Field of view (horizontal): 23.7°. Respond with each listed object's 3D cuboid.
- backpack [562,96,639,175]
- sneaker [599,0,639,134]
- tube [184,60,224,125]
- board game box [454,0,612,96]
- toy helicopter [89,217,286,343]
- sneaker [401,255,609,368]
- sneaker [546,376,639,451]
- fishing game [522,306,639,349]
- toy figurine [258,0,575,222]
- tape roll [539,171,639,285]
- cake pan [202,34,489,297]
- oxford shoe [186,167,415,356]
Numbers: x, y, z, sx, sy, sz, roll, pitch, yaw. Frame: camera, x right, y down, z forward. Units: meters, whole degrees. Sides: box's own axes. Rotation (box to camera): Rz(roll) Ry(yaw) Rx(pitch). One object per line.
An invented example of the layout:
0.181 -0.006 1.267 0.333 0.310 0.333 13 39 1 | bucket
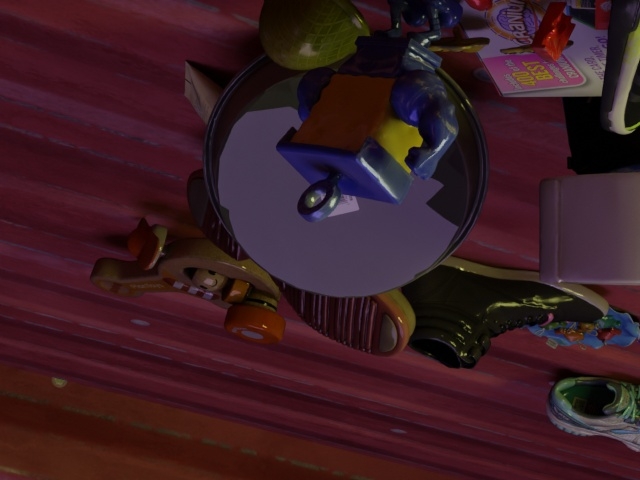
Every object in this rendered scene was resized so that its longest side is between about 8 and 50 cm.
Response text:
0.298 -0.114 1.446 0.084 0.105 0.114 -4 177 -44 | backpack
0.270 -0.145 1.181 0.097 0.084 0.234 6 161 10 | sneaker
-0.062 -0.095 1.636 0.240 0.062 0.070 43 122 10 | tube
0.272 -0.198 1.261 0.316 0.064 0.242 2 160 23 | board game box
-0.213 0.044 2.147 0.355 0.140 0.235 -4 155 44 | toy helicopter
0.244 0.115 2.085 0.296 0.147 0.104 11 160 -5 | sneaker
0.510 0.285 2.516 0.283 0.110 0.122 5 158 14 | sneaker
0.377 0.132 2.237 0.264 0.041 0.189 12 159 -3 | fishing game
0.006 -0.124 1.242 0.362 0.217 0.191 12 162 48 | toy figurine
0.345 -0.009 1.427 0.286 0.100 0.286 0 180 0 | tape roll
0.022 -0.063 1.530 0.293 0.054 0.293 3 119 5 | cake pan
0.000 0.000 1.739 0.348 0.130 0.123 40 138 30 | oxford shoe
